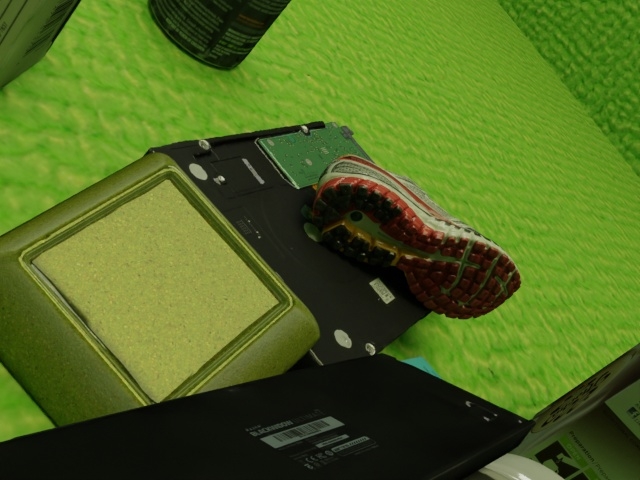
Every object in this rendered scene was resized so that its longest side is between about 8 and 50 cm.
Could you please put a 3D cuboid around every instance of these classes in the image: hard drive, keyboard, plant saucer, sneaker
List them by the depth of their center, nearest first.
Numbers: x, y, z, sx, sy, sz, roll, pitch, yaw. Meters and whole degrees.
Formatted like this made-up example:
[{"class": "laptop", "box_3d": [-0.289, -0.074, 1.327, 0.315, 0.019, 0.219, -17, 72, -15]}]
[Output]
[{"class": "keyboard", "box_3d": [0.019, 0.117, 0.363, 0.201, 0.033, 0.317, 21, 14, 35]}, {"class": "plant saucer", "box_3d": [-0.106, 0.036, 0.507, 0.188, 0.045, 0.188, 48, 50, 4]}, {"class": "sneaker", "box_3d": [0.095, -0.009, 0.718, 0.225, 0.088, 0.092, 34, 29, -21]}, {"class": "hard drive", "box_3d": [0.000, 0.000, 0.739, 0.237, 0.064, 0.339, 50, 30, 8]}]

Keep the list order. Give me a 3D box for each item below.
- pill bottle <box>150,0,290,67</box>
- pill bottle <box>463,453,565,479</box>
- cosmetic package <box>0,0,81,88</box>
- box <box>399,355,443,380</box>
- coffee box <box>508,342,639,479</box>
[{"class": "pill bottle", "box_3d": [-0.071, -0.320, 0.865, 0.130, 0.246, 0.130, 33, 31, -23]}, {"class": "pill bottle", "box_3d": [0.047, 0.212, 0.426, 0.283, 0.161, 0.161, -1, 53, -53]}, {"class": "cosmetic package", "box_3d": [-0.317, -0.262, 0.573, 0.296, 0.153, 0.129, 39, 27, -15]}, {"class": "box", "box_3d": [-0.003, 0.142, 0.504, 0.244, 0.100, 0.060, -1, 41, -53]}, {"class": "coffee box", "box_3d": [0.326, 0.157, 0.719, 0.119, 0.297, 0.168, 52, 30, 12]}]
